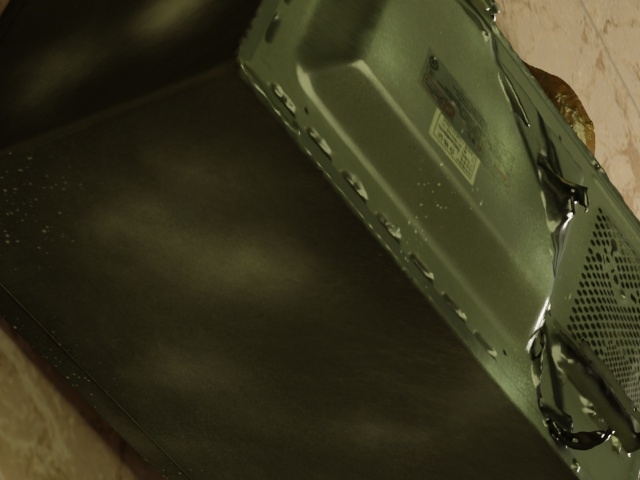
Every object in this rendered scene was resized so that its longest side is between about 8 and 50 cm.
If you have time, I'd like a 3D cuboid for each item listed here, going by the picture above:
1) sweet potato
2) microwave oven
[{"bbox_3d":[0.255,-0.082,1.986,0.068,0.068,0.226,-24,101,-56],"label":"sweet potato"},{"bbox_3d":[0.000,0.000,1.310,0.432,0.374,0.236,50,43,-29],"label":"microwave oven"}]
